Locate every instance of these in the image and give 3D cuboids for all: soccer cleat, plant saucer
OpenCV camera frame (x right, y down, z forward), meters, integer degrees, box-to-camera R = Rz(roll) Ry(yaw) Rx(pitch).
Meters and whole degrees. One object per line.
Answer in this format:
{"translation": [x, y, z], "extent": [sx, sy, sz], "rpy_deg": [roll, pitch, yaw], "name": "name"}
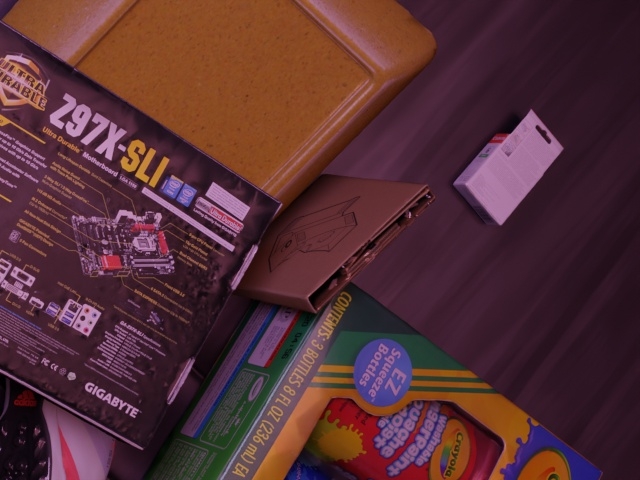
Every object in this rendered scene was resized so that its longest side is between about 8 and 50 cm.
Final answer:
{"translation": [-0.234, 0.133, 1.782], "extent": [0.116, 0.108, 0.318], "rpy_deg": [27, 69, -56], "name": "soccer cleat"}
{"translation": [-0.103, -0.152, 1.754], "extent": [0.333, 0.081, 0.332], "rpy_deg": [-45, 116, 9], "name": "plant saucer"}

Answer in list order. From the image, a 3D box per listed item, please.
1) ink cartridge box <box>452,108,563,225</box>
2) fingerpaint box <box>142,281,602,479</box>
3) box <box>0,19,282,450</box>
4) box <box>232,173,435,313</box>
{"translation": [0.199, -0.078, 2.020], "extent": [0.063, 0.029, 0.115], "rpy_deg": [48, 71, -21], "name": "ink cartridge box"}
{"translation": [0.010, 0.310, 1.868], "extent": [0.371, 0.163, 0.445], "rpy_deg": [38, 76, -24], "name": "fingerpaint box"}
{"translation": [-0.228, -0.004, 1.654], "extent": [0.322, 0.079, 0.257], "rpy_deg": [32, 79, -24], "name": "box"}
{"translation": [0.000, 0.000, 1.824], "extent": [0.164, 0.201, 0.021], "rpy_deg": [-43, 113, -19], "name": "box"}
